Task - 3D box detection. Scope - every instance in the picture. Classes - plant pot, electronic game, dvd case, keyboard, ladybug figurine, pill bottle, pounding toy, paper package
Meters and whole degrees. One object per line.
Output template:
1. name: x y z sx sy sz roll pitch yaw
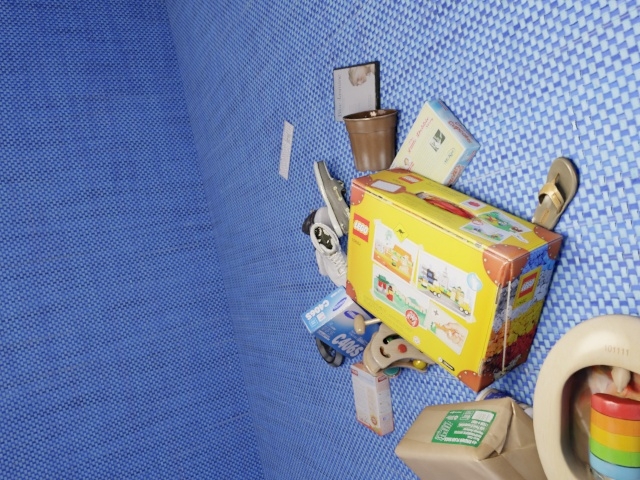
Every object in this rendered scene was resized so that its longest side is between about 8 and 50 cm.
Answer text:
1. plant pot: 0.160 -0.302 1.516 0.167 0.167 0.165 25 129 56
2. electronic game: 0.038 0.419 2.098 0.229 0.048 0.229 33 129 55
3. dvd case: 0.116 -0.488 1.658 0.253 0.022 0.180 21 118 58
4. keyboard: -0.150 -0.392 2.186 0.072 0.014 0.256 48 140 43
5. ladybug figurine: 0.571 0.350 0.939 0.305 0.162 0.449 8 102 41
6. pill bottle: 0.481 0.452 1.234 0.187 0.112 0.111 19 116 54
7. pounding toy: 0.225 0.320 1.505 0.154 0.270 0.154 116 168 -49
8. paper package: 0.388 0.526 1.147 0.309 0.168 0.325 44 150 -4

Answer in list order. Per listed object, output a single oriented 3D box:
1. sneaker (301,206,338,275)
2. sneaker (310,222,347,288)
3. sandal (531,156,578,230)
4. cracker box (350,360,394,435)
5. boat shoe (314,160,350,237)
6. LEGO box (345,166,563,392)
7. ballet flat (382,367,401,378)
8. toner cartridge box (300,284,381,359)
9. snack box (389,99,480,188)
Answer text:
1. sneaker: 0.000 0.000 1.969 0.153 0.101 0.268 7 100 61
2. sneaker: 0.049 0.067 1.785 0.292 0.108 0.169 57 -178 5
3. sandal: 0.496 -0.091 1.078 0.072 0.049 0.180 48 139 44
4. cracker box: 0.192 0.581 1.856 0.156 0.067 0.232 9 109 59
5. boat shoe: 0.053 -0.161 1.819 0.109 0.091 0.304 66 -175 -74
6. LEGO box: 0.294 0.073 1.281 0.500 0.193 0.372 35 133 44
7. ballet flat: 0.220 0.423 1.758 0.221 0.077 0.079 43 154 54
8. toner cartridge box: 0.087 0.279 1.645 0.075 0.165 0.348 55 -175 36
9. snack box: 0.294 -0.204 1.394 0.187 0.060 0.322 60 147 27
